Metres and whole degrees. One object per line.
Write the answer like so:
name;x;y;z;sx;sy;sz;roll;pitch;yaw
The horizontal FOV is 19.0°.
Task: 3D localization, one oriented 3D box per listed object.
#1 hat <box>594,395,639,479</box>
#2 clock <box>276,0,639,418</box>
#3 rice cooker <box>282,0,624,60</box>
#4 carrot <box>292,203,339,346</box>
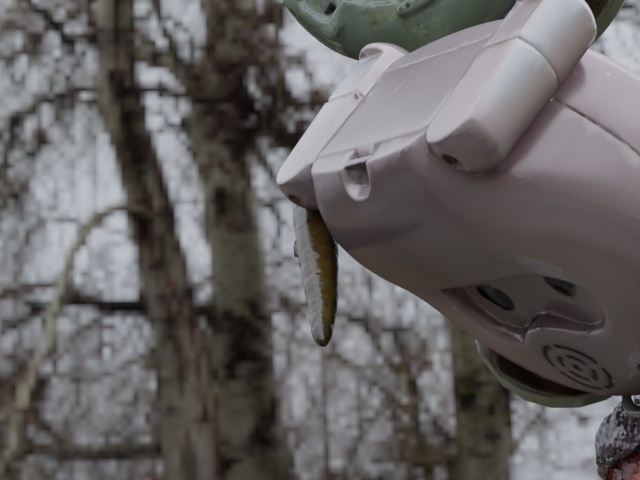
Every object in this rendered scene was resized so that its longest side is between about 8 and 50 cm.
hat;0.272;0.227;1.483;0.140;0.227;0.129;12;-35;6
clock;0.171;-0.007;1.375;0.326;0.184;0.342;39;-15;-19
rice cooker;0.119;-0.270;1.642;0.288;0.288;0.277;-15;-10;32
carrot;0.000;0.000;1.430;0.049;0.254;0.049;0;-55;0
